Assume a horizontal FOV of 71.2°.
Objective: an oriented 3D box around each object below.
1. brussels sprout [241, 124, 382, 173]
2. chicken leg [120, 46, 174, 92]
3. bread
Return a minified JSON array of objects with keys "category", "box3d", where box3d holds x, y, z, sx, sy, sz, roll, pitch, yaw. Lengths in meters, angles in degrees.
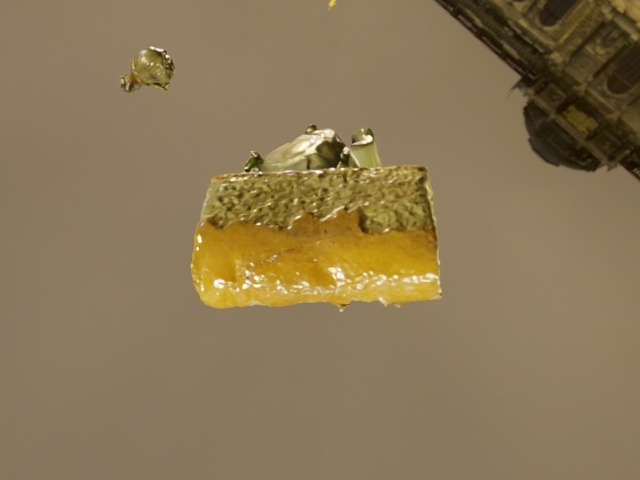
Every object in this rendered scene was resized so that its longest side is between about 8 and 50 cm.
[{"category":"brussels sprout","box3d":[-0.003,-0.093,1.227,0.342,0.426,0.360,-48,-53,-31]},{"category":"chicken leg","box3d":[-0.454,-0.437,1.178,0.103,0.228,0.088,-11,-92,-43]},{"category":"bread","box3d":[0.000,0.000,0.725,0.376,0.165,0.236,-3,-127,5]}]
